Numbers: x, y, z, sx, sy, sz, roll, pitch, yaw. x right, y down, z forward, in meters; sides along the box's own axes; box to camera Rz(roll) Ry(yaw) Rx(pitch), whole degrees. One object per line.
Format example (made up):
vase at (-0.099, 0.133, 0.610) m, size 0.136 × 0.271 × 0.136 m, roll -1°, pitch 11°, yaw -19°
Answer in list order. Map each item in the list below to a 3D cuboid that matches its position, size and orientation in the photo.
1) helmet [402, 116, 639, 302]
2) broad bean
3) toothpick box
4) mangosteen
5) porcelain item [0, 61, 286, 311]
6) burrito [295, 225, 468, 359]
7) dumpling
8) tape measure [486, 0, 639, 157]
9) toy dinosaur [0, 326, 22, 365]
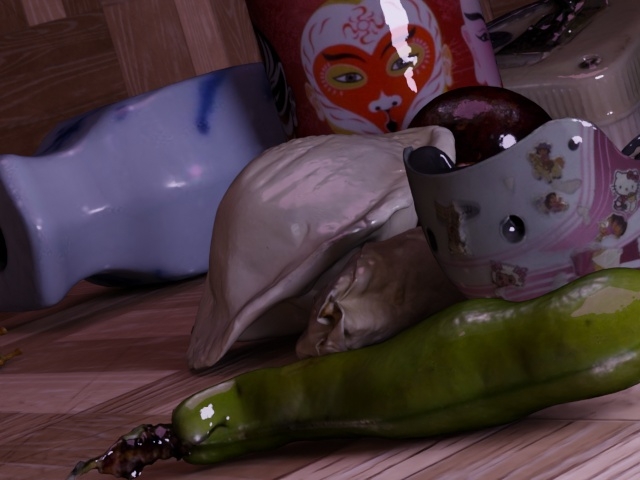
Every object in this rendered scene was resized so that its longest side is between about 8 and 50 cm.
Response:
helmet at (0.137, -0.006, 1.000) m, size 0.177 × 0.107 × 0.153 m, roll 3°, pitch -9°, yaw -37°
broad bean at (0.036, 0.071, 0.828) m, size 0.318 × 0.056 × 0.098 m, roll -19°, pitch 12°, yaw 20°
toothpick box at (0.047, -0.174, 1.572) m, size 0.204 × 0.333 × 0.204 m, roll -15°, pitch 8°, yaw 2°
mangosteen at (0.122, -0.052, 1.376) m, size 0.140 × 0.140 × 0.140 m, roll -16°, pitch 7°, yaw 2°
porcelain item at (-0.136, -0.059, 1.717) m, size 0.405 × 0.178 × 0.242 m, roll -20°, pitch 6°, yaw -31°
burrito at (0.104, 0.009, 1.124) m, size 0.275 × 0.059 × 0.082 m, roll -20°, pitch -10°, yaw -28°
dumpling at (0.003, -0.003, 1.173) m, size 0.216 × 0.126 × 0.166 m, roll -16°, pitch 9°, yaw -11°
tape measure at (0.211, -0.162, 1.733) m, size 0.271 × 0.133 × 0.231 m, roll -5°, pitch 27°, yaw 37°
toy dinosaur at (-0.280, 0.090, 1.478) m, size 0.041 × 0.026 × 0.113 m, roll -37°, pitch 24°, yaw -24°
